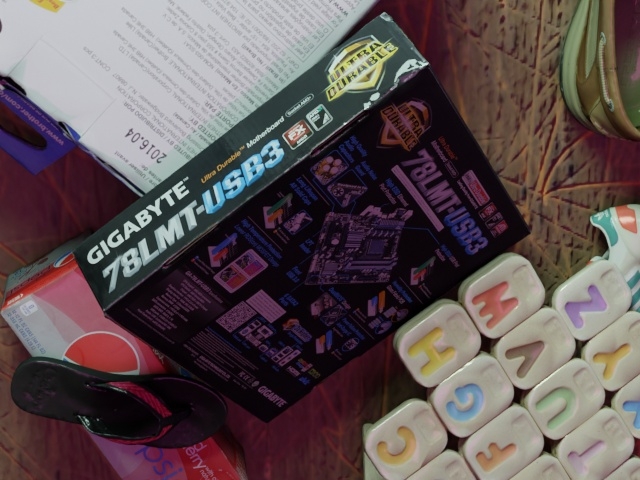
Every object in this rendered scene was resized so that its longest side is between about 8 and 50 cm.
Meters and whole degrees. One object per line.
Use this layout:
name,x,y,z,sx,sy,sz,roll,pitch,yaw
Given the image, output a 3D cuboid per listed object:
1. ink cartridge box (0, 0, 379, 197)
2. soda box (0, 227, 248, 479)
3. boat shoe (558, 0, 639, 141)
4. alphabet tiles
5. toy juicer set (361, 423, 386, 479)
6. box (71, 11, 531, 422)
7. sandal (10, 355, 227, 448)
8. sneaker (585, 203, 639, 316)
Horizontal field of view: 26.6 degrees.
ink cartridge box,-0.126,-0.210,1.022,0.270,0.151,0.395,41,98,-20
soda box,-0.166,0.127,1.173,0.092,0.083,0.263,-31,111,2
boat shoe,0.276,-0.233,1.096,0.123,0.120,0.324,-2,110,-9
alphabet tiles,0.187,0.158,1.191,0.278,0.021,0.284,-35,106,-8
toy juicer set,0.136,0.338,1.246,0.329,0.209,0.089,32,139,-10
box,0.000,0.000,1.081,0.293,0.073,0.295,-38,147,4
sandal,-0.165,0.139,1.109,0.179,0.040,0.067,12,106,-14
sneaker,0.282,0.040,1.237,0.075,0.057,0.161,-4,113,11
